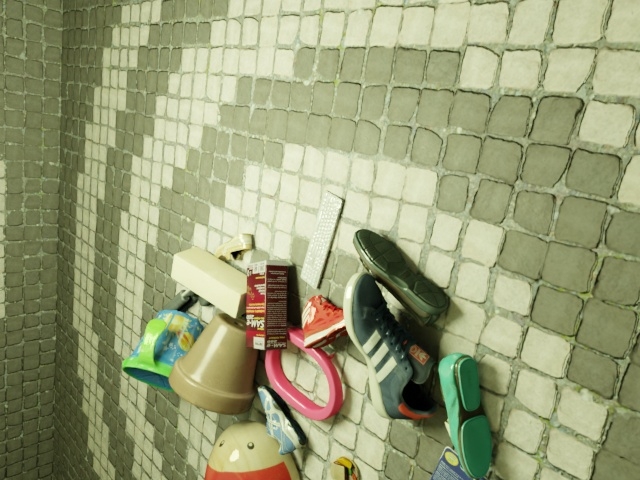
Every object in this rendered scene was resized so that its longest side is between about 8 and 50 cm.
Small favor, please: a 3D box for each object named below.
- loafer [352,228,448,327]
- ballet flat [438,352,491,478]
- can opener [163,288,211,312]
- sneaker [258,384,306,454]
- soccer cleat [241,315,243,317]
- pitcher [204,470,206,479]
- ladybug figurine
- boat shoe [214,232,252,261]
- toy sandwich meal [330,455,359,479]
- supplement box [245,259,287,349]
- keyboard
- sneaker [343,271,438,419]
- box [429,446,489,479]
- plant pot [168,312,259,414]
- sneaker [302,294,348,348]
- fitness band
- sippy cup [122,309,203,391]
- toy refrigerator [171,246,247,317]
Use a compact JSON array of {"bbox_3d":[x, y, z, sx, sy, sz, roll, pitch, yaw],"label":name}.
[{"bbox_3d":[0.159,0.085,1.090,0.267,0.096,0.084,45,135,27],"label":"loafer"},{"bbox_3d":[0.292,0.351,1.004,0.087,0.083,0.248,168,95,-68],"label":"ballet flat"},{"bbox_3d":[-0.456,0.217,1.703,0.283,0.076,0.095,-38,67,40],"label":"can opener"},{"bbox_3d":[-0.128,0.508,1.395,0.081,0.080,0.211,-40,60,4],"label":"sneaker"},{"bbox_3d":[-0.303,0.177,1.564,0.178,0.060,0.072,36,76,22],"label":"soccer cleat"},{"bbox_3d":[-0.280,0.807,1.567,0.177,0.125,0.207,-2,103,33],"label":"pitcher"},{"bbox_3d":[-0.206,0.757,1.400,0.304,0.162,0.450,-10,88,20],"label":"ladybug figurine"},{"bbox_3d":[-0.271,0.035,1.516,0.170,0.063,0.059,-32,66,40],"label":"boat shoe"},{"bbox_3d":[0.062,0.600,1.269,0.085,0.029,0.086,5,97,44],"label":"toy sandwich meal"},{"bbox_3d":[-0.152,0.180,1.367,0.130,0.073,0.240,-14,75,57],"label":"supplement box"},{"bbox_3d":[0.000,0.000,1.286,0.072,0.014,0.256,32,115,38],"label":"keyboard"},{"bbox_3d":[0.164,0.227,1.052,0.148,0.131,0.350,-8,108,41],"label":"sneaker"},{"bbox_3d":[0.289,0.558,1.041,0.136,0.036,0.225,34,118,36],"label":"box"},{"bbox_3d":[-0.285,0.351,1.458,0.263,0.263,0.229,27,94,39],"label":"plant pot"},{"bbox_3d":[0.031,0.177,1.225,0.221,0.087,0.128,-30,60,26],"label":"sneaker"},{"bbox_3d":[-0.049,0.361,1.340,0.290,0.054,0.209,26,112,41],"label":"fitness band"},{"bbox_3d":[-0.505,0.362,1.641,0.305,0.240,0.224,-31,36,51],"label":"sippy cup"},{"bbox_3d":[-0.322,0.127,1.499,0.269,0.102,0.094,27,116,22],"label":"toy refrigerator"}]
